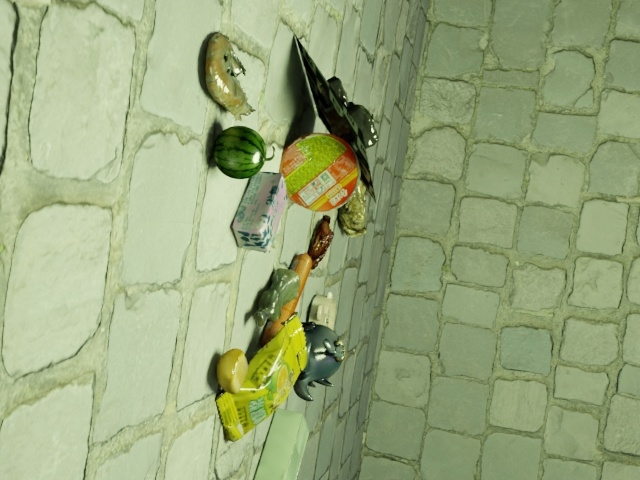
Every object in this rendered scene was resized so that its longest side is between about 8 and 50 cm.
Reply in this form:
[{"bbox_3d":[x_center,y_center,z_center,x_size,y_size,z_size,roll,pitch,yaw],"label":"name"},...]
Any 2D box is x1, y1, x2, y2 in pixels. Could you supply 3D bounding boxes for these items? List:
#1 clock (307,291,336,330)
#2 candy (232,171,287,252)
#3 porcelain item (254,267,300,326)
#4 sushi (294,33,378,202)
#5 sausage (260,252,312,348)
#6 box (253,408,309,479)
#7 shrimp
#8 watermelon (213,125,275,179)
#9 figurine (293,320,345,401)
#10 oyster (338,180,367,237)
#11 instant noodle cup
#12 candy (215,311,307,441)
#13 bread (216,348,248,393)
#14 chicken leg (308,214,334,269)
[{"bbox_3d":[0.001,0.237,2.463,0.229,0.063,0.156,71,28,-68],"label":"clock"},{"bbox_3d":[-0.123,-0.059,1.718,0.092,0.073,0.160,82,21,-55],"label":"candy"},{"bbox_3d":[-0.109,0.145,1.918,0.216,0.069,0.081,-56,156,-63],"label":"porcelain item"},{"bbox_3d":[0.070,-0.292,1.940,0.320,0.068,0.339,59,-5,27],"label":"sushi"},{"bbox_3d":[-0.084,0.156,2.066,0.053,0.053,0.348,86,19,-45],"label":"sausage"},{"bbox_3d":[-0.104,0.582,2.197,0.130,0.086,0.225,79,24,-54],"label":"box"},{"bbox_3d":[-0.161,-0.290,1.481,0.223,0.047,0.126,49,41,-71],"label":"shrimp"},{"bbox_3d":[-0.143,-0.158,1.502,0.109,0.108,0.109,9,90,-77],"label":"watermelon"},{"bbox_3d":[-0.039,0.297,2.123,0.265,0.196,0.175,-56,166,-76],"label":"figurine"},{"bbox_3d":[0.098,-0.133,2.603,0.166,0.093,0.295,-98,-178,-71],"label":"oyster"},{"bbox_3d":[0.006,-0.158,2.010,0.212,0.193,0.193,13,86,-85],"label":"instant noodle cup"},{"bbox_3d":[-0.123,0.314,1.866,0.297,0.081,0.187,-44,140,-33],"label":"candy"},{"bbox_3d":[-0.188,0.268,1.703,0.115,0.056,0.082,81,25,-65],"label":"bread"},{"bbox_3d":[0.002,-0.002,2.333,0.205,0.053,0.093,-65,-177,-30],"label":"chicken leg"}]
